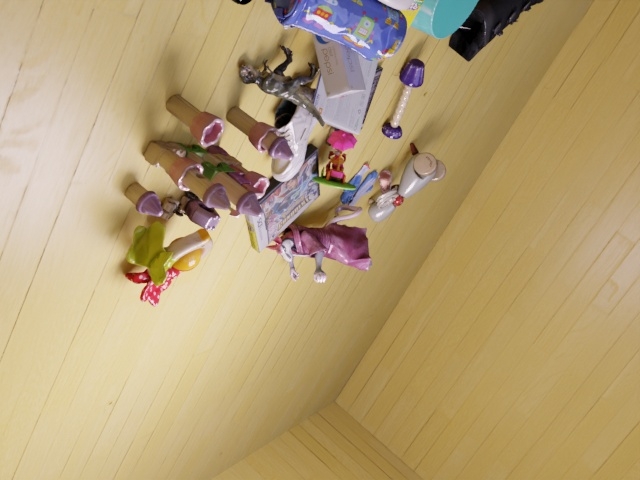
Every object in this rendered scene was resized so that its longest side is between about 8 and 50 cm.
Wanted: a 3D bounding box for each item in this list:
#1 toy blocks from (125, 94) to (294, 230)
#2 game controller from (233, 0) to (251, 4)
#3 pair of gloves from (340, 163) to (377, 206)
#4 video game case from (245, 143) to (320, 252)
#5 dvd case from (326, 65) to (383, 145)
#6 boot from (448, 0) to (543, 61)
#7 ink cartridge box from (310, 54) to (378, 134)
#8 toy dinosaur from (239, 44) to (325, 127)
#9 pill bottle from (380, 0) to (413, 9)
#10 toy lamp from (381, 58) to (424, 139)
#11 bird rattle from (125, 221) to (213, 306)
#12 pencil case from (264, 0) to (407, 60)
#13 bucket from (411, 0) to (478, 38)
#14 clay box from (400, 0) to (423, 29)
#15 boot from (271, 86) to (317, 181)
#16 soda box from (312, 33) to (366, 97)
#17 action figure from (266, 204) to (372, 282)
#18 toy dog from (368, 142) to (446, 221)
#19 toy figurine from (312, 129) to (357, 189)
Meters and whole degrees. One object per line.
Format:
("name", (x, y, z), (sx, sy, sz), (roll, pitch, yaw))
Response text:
("toy blocks", (-0.214, -0.114, 1.630), (0.308, 0.260, 0.289), (-59, 159, 18))
("game controller", (-0.087, -0.538, 1.335), (0.319, 0.067, 0.166), (-63, 176, -50))
("pair of gloves", (0.136, -0.184, 2.600), (0.159, 0.023, 0.198), (-53, 159, 5))
("video game case", (-0.105, -0.118, 2.179), (0.275, 0.035, 0.248), (-44, 158, -20))
("dvd case", (0.098, -0.389, 2.179), (0.165, 0.018, 0.221), (-33, 153, -42))
("boot", (0.613, -0.819, 2.404), (0.445, 0.146, 0.367), (-37, 154, -23))
("ink cartridge box", (0.049, -0.398, 1.890), (0.224, 0.045, 0.223), (13, 92, -54))
("toy dinosaur", (-0.070, -0.367, 1.718), (0.268, 0.064, 0.118), (24, 98, -36))
("pill bottle", (0.180, -0.700, 1.525), (0.229, 0.229, 0.407), (-11, 136, -61))
("toy lamp", (0.260, -0.441, 2.353), (0.080, 0.080, 0.274), (-34, 154, -40))
("bird rattle", (-0.339, 0.056, 1.742), (0.207, 0.143, 0.253), (-28, 160, -18))
("pencil case", (0.038, -0.473, 1.584), (0.306, 0.119, 0.133), (12, 111, -36))
("bucket", (0.284, -0.655, 1.887), (0.281, 0.183, 0.281), (-43, 158, -22))
("clay box", (0.161, -0.553, 1.794), (0.222, 0.128, 0.053), (125, -28, -69))
("boot", (-0.086, -0.272, 1.905), (0.123, 0.095, 0.258), (-1, 118, -57))
("soda box", (0.035, -0.436, 1.708), (0.069, 0.216, 0.074), (-11, -175, 35))
("action figure", (0.000, 0.000, 2.376), (0.370, 0.248, 0.275), (8, 87, -38))
("toy dog", (0.293, -0.229, 2.741), (0.334, 0.161, 0.220), (-32, 159, -9))
("toy figurine", (0.055, -0.242, 2.171), (0.173, 0.130, 0.159), (-97, -160, -77))
